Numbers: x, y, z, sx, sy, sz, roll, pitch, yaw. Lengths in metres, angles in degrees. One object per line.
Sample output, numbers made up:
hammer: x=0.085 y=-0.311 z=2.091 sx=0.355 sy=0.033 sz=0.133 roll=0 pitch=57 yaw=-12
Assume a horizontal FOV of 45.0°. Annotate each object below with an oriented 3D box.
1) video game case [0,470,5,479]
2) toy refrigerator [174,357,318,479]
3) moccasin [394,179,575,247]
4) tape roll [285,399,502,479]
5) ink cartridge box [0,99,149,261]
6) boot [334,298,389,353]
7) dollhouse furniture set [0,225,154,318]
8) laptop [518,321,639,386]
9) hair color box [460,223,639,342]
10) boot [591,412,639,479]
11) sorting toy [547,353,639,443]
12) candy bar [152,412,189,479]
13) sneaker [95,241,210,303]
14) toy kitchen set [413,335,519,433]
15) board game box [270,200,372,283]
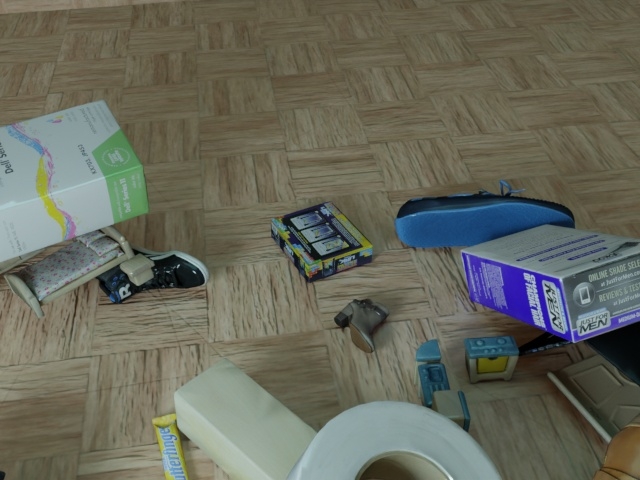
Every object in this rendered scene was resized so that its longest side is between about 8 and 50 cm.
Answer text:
video game case: x=-0.516 y=0.392 z=0.934 sx=0.196 sy=0.026 sz=0.274 roll=11 pitch=75 yaw=15
toy refrigerator: x=-0.085 y=0.295 z=1.110 sx=0.269 sy=0.094 sz=0.102 roll=32 pitch=47 yaw=31
moccasin: x=0.320 y=-0.058 z=1.514 sx=0.341 sy=0.138 sz=0.117 roll=5 pitch=34 yaw=7
tape roll: x=0.092 y=0.348 z=0.954 sx=0.286 sy=0.100 sz=0.286 roll=11 pitch=52 yaw=-14
ink cartridge box: x=-0.500 y=-0.097 z=1.325 sx=0.353 sy=0.119 sz=0.207 roll=-22 pitch=54 yaw=-22
boot: x=0.084 y=0.142 z=1.342 sx=0.087 sy=0.042 sz=0.118 roll=-22 pitch=43 yaw=-28
dollhouse furniture set: x=-0.518 y=0.013 z=1.341 sx=0.303 sy=0.174 sz=0.355 roll=-33 pitch=35 yaw=-29
laptop: x=0.484 y=0.171 z=1.215 sx=0.234 sy=0.264 sz=0.137 roll=-21 pitch=83 yaw=-30
hair color box: x=0.388 y=0.058 z=1.261 sx=0.185 sy=0.110 sz=0.339 roll=-16 pitch=8 yaw=-12
boot: x=0.500 y=0.360 z=1.009 sx=0.283 sy=0.109 sz=0.220 roll=40 pitch=63 yaw=18
sorting toy: x=0.488 y=0.250 z=1.203 sx=0.208 sy=0.038 sz=0.193 roll=-12 pitch=40 yaw=-21
candy bar: x=-0.217 y=0.321 z=1.140 sx=0.040 sy=0.018 sz=0.161 roll=-12 pitch=39 yaw=-13
sneaker: x=-0.317 y=0.076 z=1.414 sx=0.216 sy=0.079 sz=0.121 roll=10 pitch=42 yaw=27
toy kitchen set: x=0.237 y=0.223 z=1.169 sx=0.166 sy=0.122 sz=0.207 roll=-3 pitch=39 yaw=-3
board game box: x=0.000 y=0.000 z=1.518 sx=0.141 sy=0.048 sz=0.170 roll=-17 pitch=40 yaw=-22
